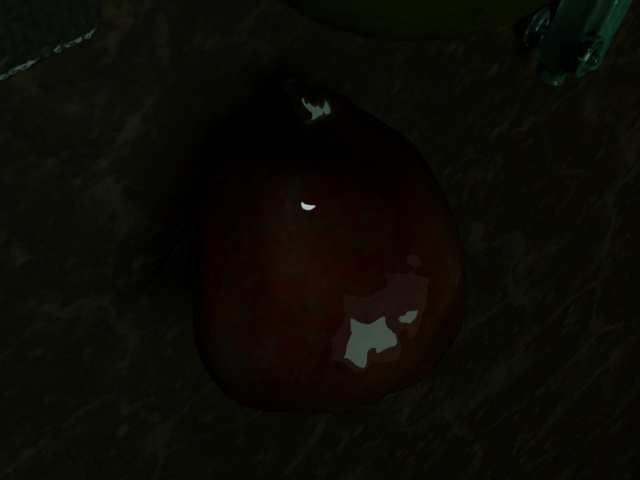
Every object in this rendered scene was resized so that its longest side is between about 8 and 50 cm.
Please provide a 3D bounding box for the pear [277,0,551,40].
[{"bbox_3d":[0.100,-0.330,1.205,0.413,0.352,0.352,-32,147,-8],"label":"pear"}]

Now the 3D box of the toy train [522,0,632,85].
[{"bbox_3d":[0.335,-0.301,1.753,0.159,0.101,0.248,-28,148,-52],"label":"toy train"}]

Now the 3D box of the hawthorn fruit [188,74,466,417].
[{"bbox_3d":[0.002,0.020,1.533,0.308,0.324,0.308,-10,170,-2],"label":"hawthorn fruit"}]

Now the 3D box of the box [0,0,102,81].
[{"bbox_3d":[-0.309,-0.187,1.021,0.273,0.143,0.184,-33,147,-22],"label":"box"}]
